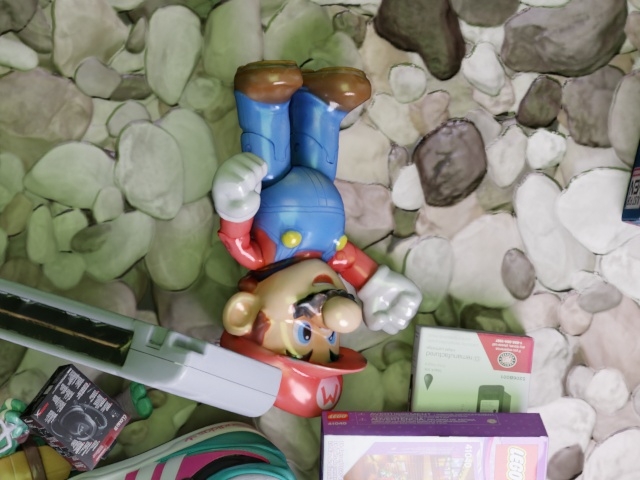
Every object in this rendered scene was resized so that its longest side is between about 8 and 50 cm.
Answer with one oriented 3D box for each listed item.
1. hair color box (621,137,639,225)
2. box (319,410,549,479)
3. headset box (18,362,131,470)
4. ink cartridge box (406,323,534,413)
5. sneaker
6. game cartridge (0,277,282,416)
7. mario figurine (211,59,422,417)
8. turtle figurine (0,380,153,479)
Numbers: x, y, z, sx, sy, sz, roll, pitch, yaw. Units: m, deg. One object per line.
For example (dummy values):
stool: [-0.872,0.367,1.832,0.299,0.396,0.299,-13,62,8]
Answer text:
hair color box: [0.407,-0.165,1.736,0.174,0.105,0.347,14,90,-2]
box: [0.096,0.298,1.709,0.201,0.057,0.293,1,109,-3]
headset box: [-0.214,0.159,1.657,0.083,0.032,0.062,45,63,-18]
ink cartridge box: [0.137,0.158,1.750,0.109,0.063,0.150,5,90,-3]
sneaker: [-0.136,0.266,1.622,0.295,0.178,0.123,-26,112,-21]
game cartridge: [-0.192,0.087,1.633,0.297,0.198,0.062,15,80,28]
mario figurine: [0.000,0.000,1.692,0.198,0.170,0.320,0,89,-4]
turtle figurine: [-0.260,0.215,1.708,0.234,0.118,0.175,-17,109,-18]
